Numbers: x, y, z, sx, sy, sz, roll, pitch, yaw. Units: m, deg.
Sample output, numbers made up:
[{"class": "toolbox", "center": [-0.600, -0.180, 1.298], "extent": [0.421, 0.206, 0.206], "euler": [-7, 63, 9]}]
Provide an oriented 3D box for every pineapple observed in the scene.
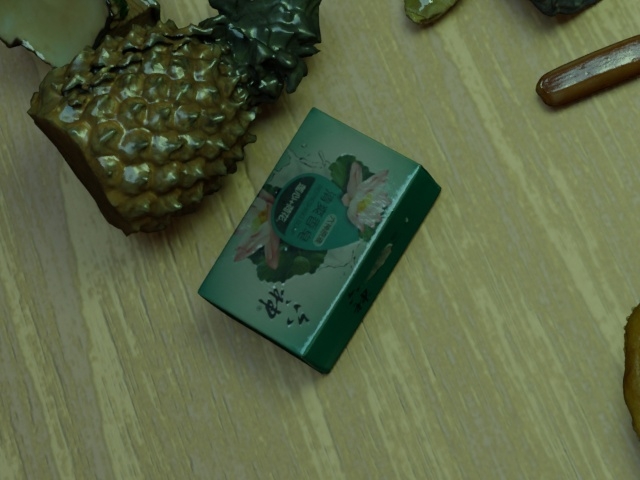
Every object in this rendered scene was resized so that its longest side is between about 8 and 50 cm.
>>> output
[{"class": "pineapple", "center": [-0.132, -0.179, 1.786], "extent": [0.357, 0.223, 0.223], "euler": [-39, 64, -8]}]

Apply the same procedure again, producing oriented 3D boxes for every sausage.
[{"class": "sausage", "center": [0.293, -0.180, 1.711], "extent": [0.131, 0.039, 0.041], "euler": [-22, 75, 13]}]

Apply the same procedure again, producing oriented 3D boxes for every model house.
[{"class": "model house", "center": [-0.282, -0.301, 1.885], "extent": [0.183, 0.172, 0.166], "euler": [43, 124, 7]}]

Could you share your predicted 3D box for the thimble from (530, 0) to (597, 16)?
[{"class": "thimble", "center": [0.263, -0.319, 1.707], "extent": [0.150, 0.150, 0.098], "euler": [-41, 64, 4]}]

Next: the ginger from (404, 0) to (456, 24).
[{"class": "ginger", "center": [0.123, -0.346, 1.816], "extent": [0.133, 0.059, 0.214], "euler": [18, 82, 16]}]

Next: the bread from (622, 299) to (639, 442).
[{"class": "bread", "center": [0.364, 0.136, 1.552], "extent": [0.132, 0.114, 0.190], "euler": [-12, 65, 18]}]

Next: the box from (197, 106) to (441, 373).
[{"class": "box", "center": [0.000, 0.000, 1.730], "extent": [0.153, 0.092, 0.245], "euler": [29, 84, 25]}]
